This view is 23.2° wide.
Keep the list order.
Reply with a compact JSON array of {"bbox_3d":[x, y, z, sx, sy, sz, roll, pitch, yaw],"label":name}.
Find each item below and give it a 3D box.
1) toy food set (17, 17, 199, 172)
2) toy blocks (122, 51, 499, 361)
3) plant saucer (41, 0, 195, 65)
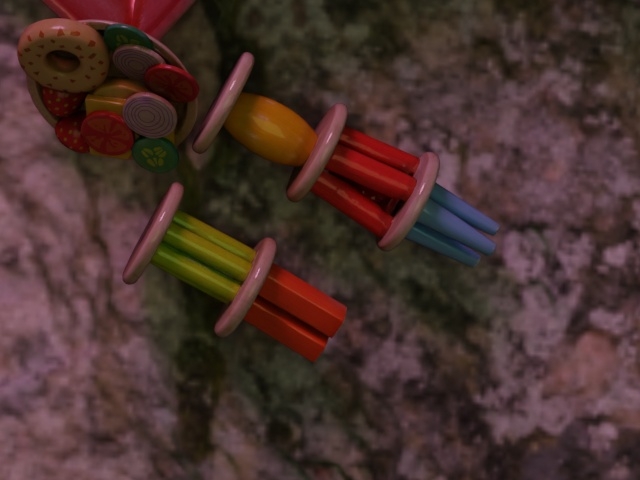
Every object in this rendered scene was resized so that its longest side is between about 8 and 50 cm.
[{"bbox_3d":[-0.094,-0.066,0.706,0.082,0.020,0.083,8,135,6],"label":"toy food set"},{"bbox_3d":[0.000,0.000,0.729,0.148,0.054,0.123,28,87,-9],"label":"toy blocks"},{"bbox_3d":[-0.094,-0.254,0.677,0.258,0.048,0.259,42,108,-8],"label":"plant saucer"}]
